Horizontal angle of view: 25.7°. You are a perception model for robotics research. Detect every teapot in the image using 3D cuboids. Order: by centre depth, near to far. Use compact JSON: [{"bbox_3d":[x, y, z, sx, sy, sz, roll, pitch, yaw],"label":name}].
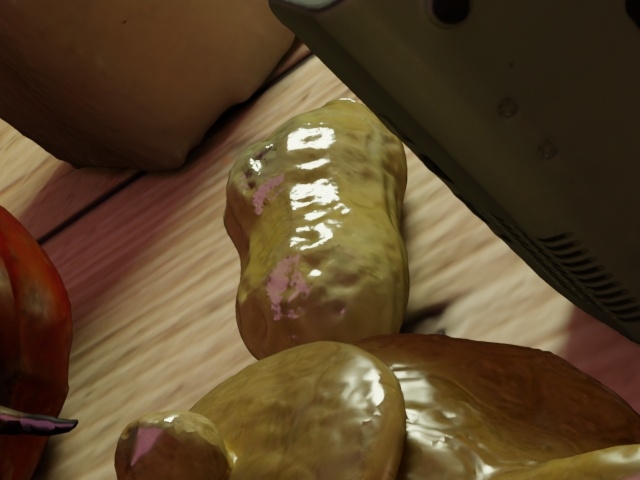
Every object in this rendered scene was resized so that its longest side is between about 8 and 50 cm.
[{"bbox_3d":[0.012,0.101,0.399,0.311,0.167,0.203,-18,36,43],"label":"teapot"}]

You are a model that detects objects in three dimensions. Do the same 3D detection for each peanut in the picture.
[{"bbox_3d":[0.000,0.000,0.701,0.099,0.099,0.214,-35,34,22],"label":"peanut"}]

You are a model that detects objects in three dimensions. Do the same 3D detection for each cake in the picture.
[{"bbox_3d":[-0.170,-0.205,1.080,0.237,0.230,0.309,-55,27,-15],"label":"cake"}]

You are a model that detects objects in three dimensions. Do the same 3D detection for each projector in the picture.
[{"bbox_3d":[0.135,-0.114,0.527,0.250,0.198,0.108,-48,26,-3],"label":"projector"}]

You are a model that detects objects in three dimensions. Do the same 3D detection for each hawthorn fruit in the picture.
[{"bbox_3d":[-0.240,0.074,0.814,0.300,0.254,0.254,9,56,32],"label":"hawthorn fruit"}]
